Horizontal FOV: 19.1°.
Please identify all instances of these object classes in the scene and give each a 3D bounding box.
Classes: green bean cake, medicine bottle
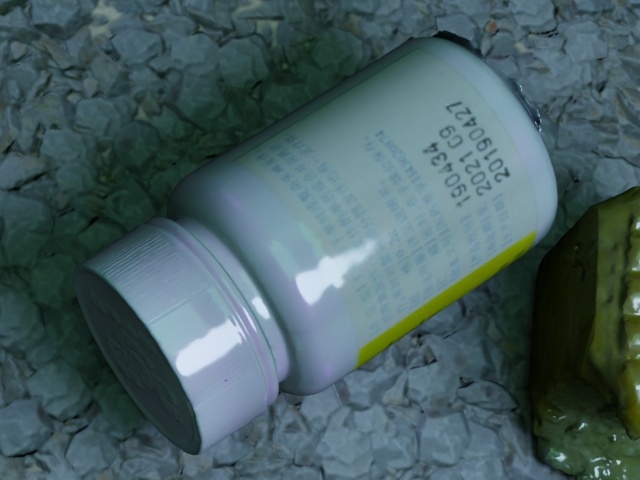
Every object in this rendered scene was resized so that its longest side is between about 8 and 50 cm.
[{"bbox_3d":[0.262,0.088,1.619,0.124,0.236,0.233,8,70,-9],"label":"green bean cake"},{"bbox_3d":[0.000,0.000,1.590,0.379,0.213,0.213,-32,84,-20],"label":"medicine bottle"}]
